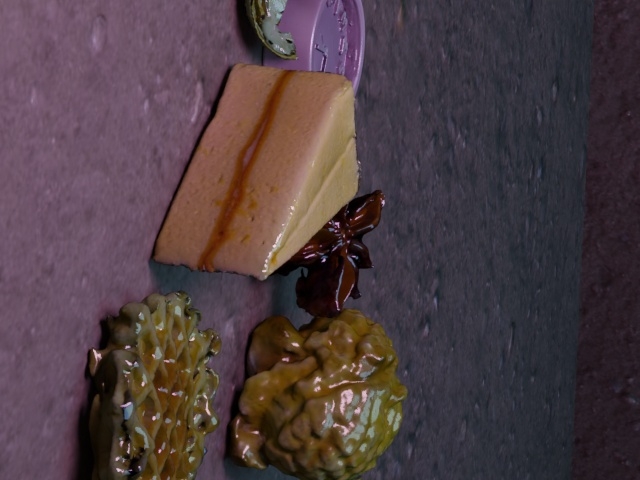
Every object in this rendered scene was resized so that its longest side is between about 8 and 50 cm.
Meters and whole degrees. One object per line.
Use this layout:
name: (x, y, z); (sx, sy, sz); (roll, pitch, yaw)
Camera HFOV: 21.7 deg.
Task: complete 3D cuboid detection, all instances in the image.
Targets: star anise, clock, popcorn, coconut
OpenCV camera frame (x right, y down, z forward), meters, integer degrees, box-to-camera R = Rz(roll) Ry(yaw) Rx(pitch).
star anise: (0.000, 0.000, 2.187); (0.190, 0.126, 0.220); (51, 44, -7)
clock: (-0.006, -0.248, 2.178); (0.197, 0.068, 0.197); (8, 90, -69)
popcorn: (-0.011, 0.209, 2.181); (0.206, 0.251, 0.237); (106, -35, -66)
coconut: (-0.060, -0.305, 2.032); (0.133, 0.055, 0.158); (23, 74, -62)

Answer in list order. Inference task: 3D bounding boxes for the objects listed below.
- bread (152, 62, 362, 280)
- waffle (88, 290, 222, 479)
bread: (-0.075, -0.085, 1.918); (0.264, 0.167, 0.163); (-46, 138, -56)
waffle: (-0.186, 0.212, 1.871); (0.297, 0.073, 0.317); (31, 61, -74)
